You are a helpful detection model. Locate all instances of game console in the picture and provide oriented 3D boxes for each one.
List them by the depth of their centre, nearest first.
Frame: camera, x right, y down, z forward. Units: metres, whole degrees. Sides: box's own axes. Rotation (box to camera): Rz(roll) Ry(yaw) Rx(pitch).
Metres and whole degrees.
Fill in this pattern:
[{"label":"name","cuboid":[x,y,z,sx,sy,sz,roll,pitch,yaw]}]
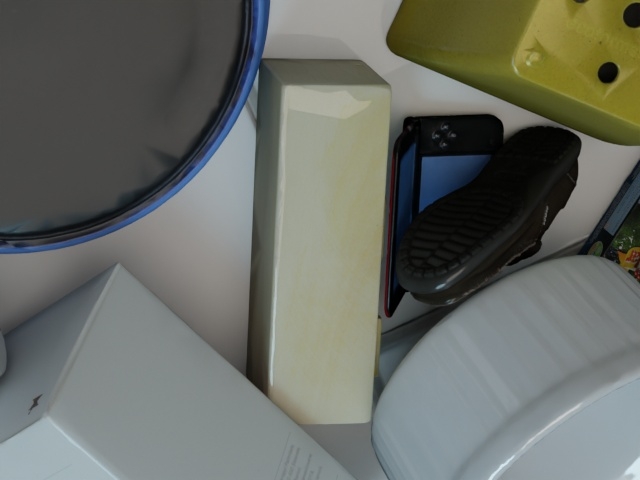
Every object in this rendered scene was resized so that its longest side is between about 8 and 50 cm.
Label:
[{"label":"game console","cuboid":[0.098,-0.020,1.472,0.124,0.085,0.144,-3,108,-19]}]

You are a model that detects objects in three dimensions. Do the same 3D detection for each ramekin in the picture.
[{"label":"ramekin","cuboid":[0.173,0.139,1.457,0.277,0.135,0.277,-26,148,-17]}]

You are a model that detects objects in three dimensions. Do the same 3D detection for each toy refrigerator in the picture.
[{"label":"toy refrigerator","cuboid":[0.000,0.000,1.455,0.094,0.102,0.270,0,106,-12]}]

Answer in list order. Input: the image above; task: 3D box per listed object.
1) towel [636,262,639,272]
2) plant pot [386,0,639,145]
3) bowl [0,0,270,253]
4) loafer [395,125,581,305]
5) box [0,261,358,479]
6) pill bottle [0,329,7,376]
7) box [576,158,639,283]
[{"label":"towel","cuboid":[0.370,0.015,1.532,0.197,0.029,0.144,33,97,-16]},{"label":"plant pot","cuboid":[0.202,-0.183,1.397,0.212,0.187,0.212,21,102,-17]},{"label":"bowl","cuboid":[-0.225,-0.174,1.367,0.391,0.077,0.391,-4,107,-11]},{"label":"loafer","cuboid":[0.141,-0.007,1.452,0.220,0.080,0.078,-40,130,-37]},{"label":"box","cuboid":[-0.124,0.220,1.416,0.215,0.168,0.345,-30,116,35]},{"label":"pill bottle","cuboid":[-0.393,0.120,1.345,0.318,0.176,0.176,-31,111,8]},{"label":"box","cuboid":[0.352,0.009,1.563,0.233,0.044,0.159,29,99,-18]}]
